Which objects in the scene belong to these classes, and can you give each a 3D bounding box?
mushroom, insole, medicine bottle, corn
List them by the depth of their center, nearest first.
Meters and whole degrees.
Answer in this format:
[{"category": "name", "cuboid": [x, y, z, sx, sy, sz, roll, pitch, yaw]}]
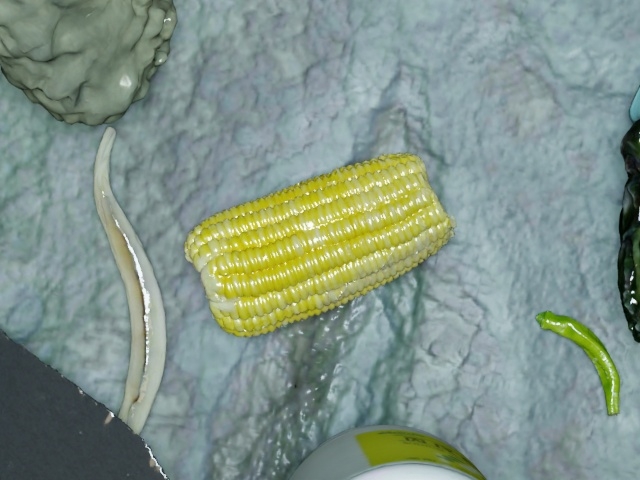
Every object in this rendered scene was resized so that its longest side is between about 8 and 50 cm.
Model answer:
[{"category": "medicine bottle", "cuboid": [0.042, 0.184, 1.065, 0.143, 0.258, 0.143, 0, 90, -3]}, {"category": "insole", "cuboid": [-0.190, 0.126, 1.146, 0.309, 0.012, 0.110, 41, 92, 8]}, {"category": "corn", "cuboid": [0.000, 0.000, 1.157, 0.165, 0.063, 0.085, -24, 69, -4]}, {"category": "mushroom", "cuboid": [-0.139, 0.083, 1.167, 0.068, 0.043, 0.306, 13, 89, -22]}]

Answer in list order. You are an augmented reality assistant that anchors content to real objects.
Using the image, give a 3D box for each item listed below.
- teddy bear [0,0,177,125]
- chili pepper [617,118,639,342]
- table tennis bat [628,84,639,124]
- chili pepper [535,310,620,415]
[{"category": "teddy bear", "cuboid": [-0.218, -0.289, 1.076, 0.367, 0.224, 0.357, 35, 116, 22]}, {"category": "chili pepper", "cuboid": [0.280, -0.033, 1.147, 0.264, 0.116, 0.148, -44, 137, -6]}, {"category": "table tennis bat", "cuboid": [0.255, -0.179, 1.177, 0.149, 0.038, 0.237, 20, 86, -4]}, {"category": "chili pepper", "cuboid": [0.173, 0.076, 1.188, 0.030, 0.017, 0.083, -43, 90, 0]}]
